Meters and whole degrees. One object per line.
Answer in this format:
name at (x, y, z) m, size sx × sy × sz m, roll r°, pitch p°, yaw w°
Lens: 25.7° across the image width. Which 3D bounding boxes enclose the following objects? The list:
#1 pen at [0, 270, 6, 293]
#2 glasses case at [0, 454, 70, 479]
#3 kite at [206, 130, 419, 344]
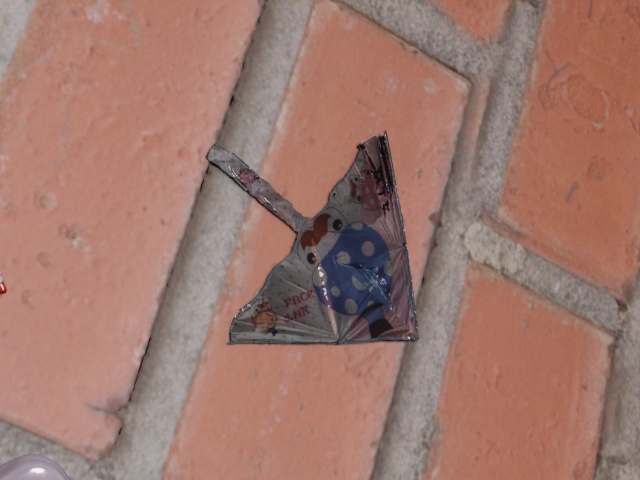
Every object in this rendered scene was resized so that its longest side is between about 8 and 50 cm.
pen at (-0.341, -0.048, 1.299) m, size 0.026 × 0.026 × 0.218 m, roll -27°, pitch 92°, yaw -36°
glasses case at (-0.296, 0.248, 1.176) m, size 0.193 × 0.049 × 0.074 m, roll -29°, pitch 116°, yaw -1°
kite at (0.000, 0.000, 1.518) m, size 0.314 × 0.011 × 0.335 m, roll 44°, pitch 56°, yaw -14°
